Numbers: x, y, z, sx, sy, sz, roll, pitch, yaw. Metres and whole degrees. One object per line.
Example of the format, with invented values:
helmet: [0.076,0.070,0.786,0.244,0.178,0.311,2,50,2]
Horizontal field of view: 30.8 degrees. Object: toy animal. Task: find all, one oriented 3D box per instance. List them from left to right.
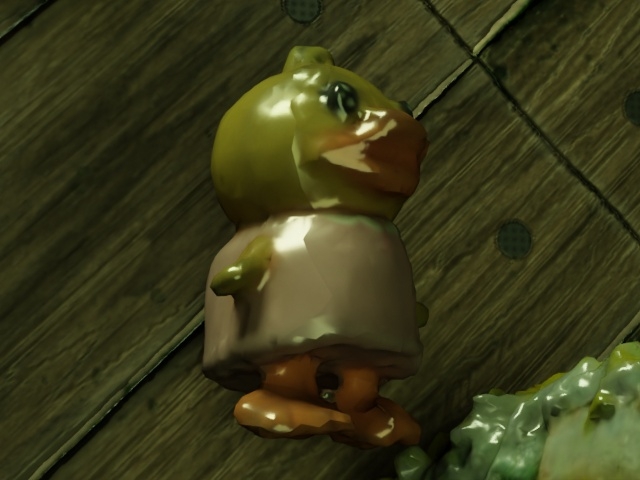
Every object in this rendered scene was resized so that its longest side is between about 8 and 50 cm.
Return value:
toy animal: [-0.003,-0.002,0.801,0.195,0.169,0.281,15,77,-46]

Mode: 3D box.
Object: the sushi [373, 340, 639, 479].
sushi: [0.181,0.267,0.697,0.240,0.351,0.396,28,75,-27]
